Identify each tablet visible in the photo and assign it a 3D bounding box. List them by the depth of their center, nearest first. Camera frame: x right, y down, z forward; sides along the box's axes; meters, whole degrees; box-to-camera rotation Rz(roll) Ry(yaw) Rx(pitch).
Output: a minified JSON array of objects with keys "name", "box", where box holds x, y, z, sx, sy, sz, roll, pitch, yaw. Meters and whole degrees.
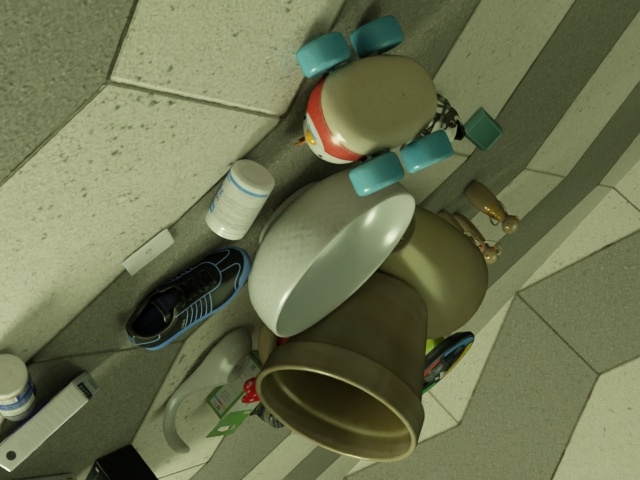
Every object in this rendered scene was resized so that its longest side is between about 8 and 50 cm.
[{"name":"tablet","box":[-0.255,0.018,1.529,0.083,0.006,0.054,-40,159,-11]}]

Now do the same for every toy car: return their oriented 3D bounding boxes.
[{"name":"toy car","box":[0.031,-0.170,1.495,0.210,0.219,0.238,-26,-178,-39]}]

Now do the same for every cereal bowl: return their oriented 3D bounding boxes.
[{"name":"cereal bowl","box":[0.000,0.000,1.765,0.339,0.141,0.339,-39,162,-15]}]

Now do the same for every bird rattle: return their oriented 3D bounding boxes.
[{"name":"bird rattle","box":[-0.070,0.221,2.102,0.253,0.143,0.207,-27,118,-33]}]

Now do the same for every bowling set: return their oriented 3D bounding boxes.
[{"name":"bowling set","box":[0.316,0.022,2.390,0.200,0.154,0.287,-30,156,-32]}]

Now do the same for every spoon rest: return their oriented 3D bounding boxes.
[{"name":"spoon rest","box":[-0.228,0.286,2.037,0.276,0.084,0.137,-57,161,0]}]

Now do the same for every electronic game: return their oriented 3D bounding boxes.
[{"name":"electronic game","box":[0.277,0.298,2.419,0.229,0.048,0.229,-37,160,-16]}]

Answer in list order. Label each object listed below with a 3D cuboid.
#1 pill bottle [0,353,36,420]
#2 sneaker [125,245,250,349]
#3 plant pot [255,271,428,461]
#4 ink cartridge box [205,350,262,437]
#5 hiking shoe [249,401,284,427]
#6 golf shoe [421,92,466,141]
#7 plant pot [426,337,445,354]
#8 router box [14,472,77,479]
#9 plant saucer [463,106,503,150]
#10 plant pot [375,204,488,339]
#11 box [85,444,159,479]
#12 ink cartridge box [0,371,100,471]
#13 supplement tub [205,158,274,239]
[{"name":"pill bottle","box":[-0.446,0.216,1.477,0.067,0.067,0.120,-35,158,-22]},{"name":"sneaker","box":[-0.211,0.090,1.647,0.232,0.081,0.090,-42,165,-3]},{"name":"plant pot","box":[0.073,0.221,1.968,0.323,0.323,0.280,102,11,-57]},{"name":"ink cartridge box","box":[-0.173,0.330,2.216,0.209,0.062,0.109,-50,157,15]},{"name":"hiking shoe","box":[-0.091,0.297,2.289,0.086,0.114,0.227,41,70,-48]},{"name":"golf shoe","box":[0.195,-0.213,1.790,0.198,0.094,0.077,-9,142,-55]},{"name":"plant pot","box":[0.169,0.249,2.492,0.227,0.207,0.228,-45,161,4]},{"name":"router box","box":[-0.464,0.551,1.771,0.082,0.301,0.335,-47,159,8]},{"name":"plant saucer","box":[0.339,-0.227,2.139,0.067,0.018,0.192,-47,160,10]},{"name":"plant pot","box":[0.181,0.032,2.083,0.256,0.256,0.274,-43,144,-1]},{"name":"box","box":[-0.410,0.572,2.081,0.103,0.184,0.261,-22,151,-50]},{"name":"ink cartridge box","box":[-0.437,0.290,1.575,0.208,0.045,0.206,-40,-177,-7]},{"name":"supplement tub","box":[-0.120,-0.061,1.532,0.071,0.071,0.107,-16,146,-52]}]
